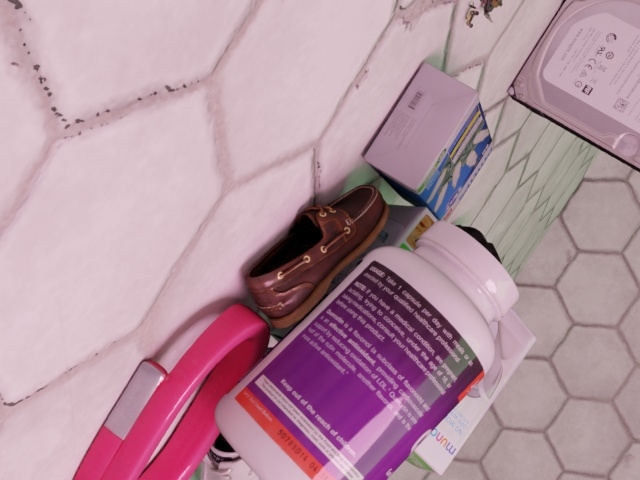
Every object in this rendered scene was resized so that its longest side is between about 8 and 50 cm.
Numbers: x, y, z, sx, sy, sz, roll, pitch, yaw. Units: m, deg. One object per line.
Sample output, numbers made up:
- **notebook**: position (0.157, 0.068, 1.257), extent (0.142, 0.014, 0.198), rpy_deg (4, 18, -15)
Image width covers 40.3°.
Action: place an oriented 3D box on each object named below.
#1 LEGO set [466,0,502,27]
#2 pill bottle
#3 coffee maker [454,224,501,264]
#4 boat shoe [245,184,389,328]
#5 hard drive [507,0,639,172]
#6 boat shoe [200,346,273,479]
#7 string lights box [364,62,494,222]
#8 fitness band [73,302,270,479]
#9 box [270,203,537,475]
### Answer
- **LEGO set**: position (0.199, -0.285, 1.040), extent (0.083, 0.023, 0.054), rpy_deg (-20, 141, -40)
- **pill bottle**: position (0.056, 0.134, 0.923), extent (0.323, 0.181, 0.181), rpy_deg (-44, 161, -10)
- **coffee maker**: position (0.272, 0.087, 1.643), extent (0.120, 0.171, 0.178), rpy_deg (-25, 147, -28)
- **boat shoe**: position (0.000, 0.000, 0.940), extent (0.207, 0.073, 0.073), rpy_deg (-49, 120, -33)
- **hard drive**: position (0.498, -0.244, 1.360), extent (0.237, 0.339, 0.064), rpy_deg (-58, 163, 9)
- **boat shoe**: position (-0.112, 0.250, 1.088), extent (0.084, 0.095, 0.258), rpy_deg (-18, 129, -56)
- **string lights box**: position (0.145, -0.113, 1.104), extent (0.133, 0.076, 0.259), rpy_deg (-58, 163, 2)
- **fitness band**: position (-0.152, 0.193, 0.916), extent (0.291, 0.054, 0.209), rpy_deg (-57, 163, 9)
- **box**: position (0.109, 0.124, 1.128), extent (0.231, 0.262, 0.127), rpy_deg (-50, -156, -17)
